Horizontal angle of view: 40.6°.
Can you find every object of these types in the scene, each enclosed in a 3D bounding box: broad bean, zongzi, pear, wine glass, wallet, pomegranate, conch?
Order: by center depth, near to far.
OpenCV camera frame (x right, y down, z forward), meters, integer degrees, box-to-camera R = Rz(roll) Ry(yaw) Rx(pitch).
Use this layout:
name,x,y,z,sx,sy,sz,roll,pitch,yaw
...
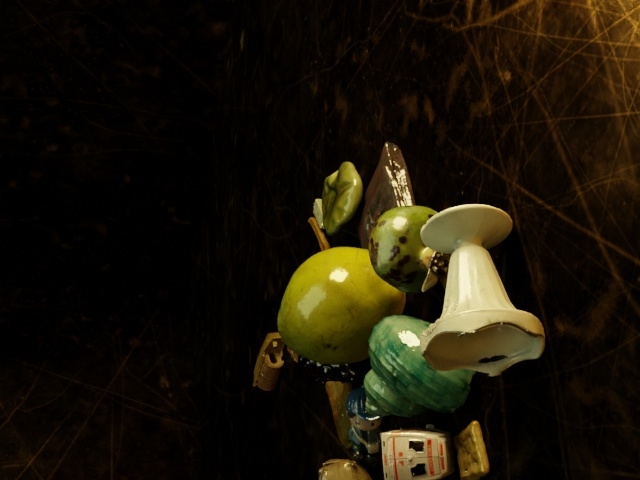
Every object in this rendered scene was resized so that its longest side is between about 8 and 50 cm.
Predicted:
name,x,y,z,sx,sy,sz,roll,pitch,yaw
wine glass,0.209,0.067,1.159,0.165,0.165,0.196,118,157,-55
pomegranate,0.159,0.020,1.367,0.169,0.148,0.148,33,124,40
conch,0.141,0.209,1.379,0.196,0.134,0.202,-105,25,-47
pear,0.037,0.121,1.586,0.269,0.212,0.212,-32,49,26
wallet,0.117,-0.047,1.632,0.229,0.049,0.182,113,151,-55
zongzi,0.074,0.517,1.691,0.197,0.099,0.194,42,-152,-72
broad bean,0.042,-0.083,1.761,0.206,0.072,0.153,-123,40,-86

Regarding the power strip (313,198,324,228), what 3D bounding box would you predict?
name,x,y,z,sx,sy,sz,roll,pitch,yaw
power strip,0.001,-0.064,2.066,0.090,0.016,0.040,-113,29,-55

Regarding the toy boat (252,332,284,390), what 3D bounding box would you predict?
name,x,y,z,sx,sy,sz,roll,pitch,yaw
toy boat,-0.138,0.341,2.418,0.088,0.068,0.226,-111,30,-41

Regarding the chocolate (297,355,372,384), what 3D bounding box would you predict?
name,x,y,z,sx,sy,sz,roll,pitch,yaw
chocolate,0.048,0.238,1.706,0.133,0.156,0.156,35,124,49

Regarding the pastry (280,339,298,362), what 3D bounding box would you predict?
name,x,y,z,sx,sy,sz,roll,pitch,yaw
pastry,-0.025,0.177,1.980,0.229,0.100,0.218,163,111,-74

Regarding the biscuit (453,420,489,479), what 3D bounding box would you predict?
name,x,y,z,sx,sy,sz,roll,pitch,yaw
biscuit,0.224,0.320,1.295,0.083,0.018,0.081,118,149,-55

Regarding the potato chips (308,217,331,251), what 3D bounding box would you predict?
name,x,y,z,sx,sy,sz,roll,pitch,yaw
potato chips,0.000,0.000,2.041,0.204,0.037,0.026,-106,33,-57

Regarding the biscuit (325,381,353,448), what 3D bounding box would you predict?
name,x,y,z,sx,sy,sz,roll,pitch,yaw
biscuit,0.047,0.333,1.863,0.247,0.029,0.118,-106,28,-48

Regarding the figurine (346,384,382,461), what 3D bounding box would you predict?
name,x,y,z,sx,sy,sz,roll,pitch,yaw
figurine,0.091,0.351,1.657,0.087,0.086,0.149,-71,-18,-58

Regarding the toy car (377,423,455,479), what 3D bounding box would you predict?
name,x,y,z,sx,sy,sz,roll,pitch,yaw
toy car,0.161,0.336,1.363,0.210,0.108,0.089,30,-128,-69
